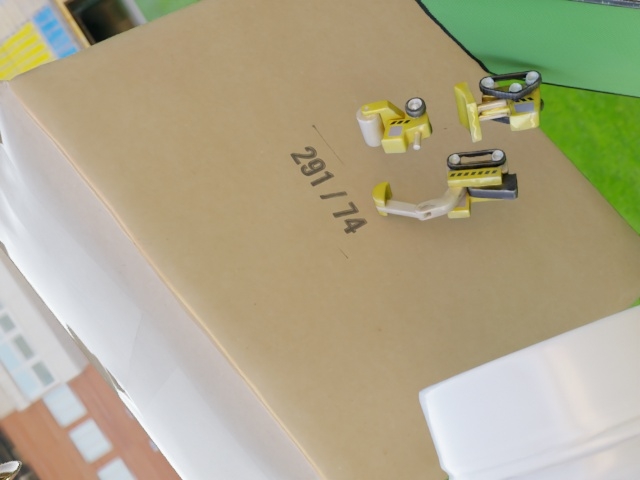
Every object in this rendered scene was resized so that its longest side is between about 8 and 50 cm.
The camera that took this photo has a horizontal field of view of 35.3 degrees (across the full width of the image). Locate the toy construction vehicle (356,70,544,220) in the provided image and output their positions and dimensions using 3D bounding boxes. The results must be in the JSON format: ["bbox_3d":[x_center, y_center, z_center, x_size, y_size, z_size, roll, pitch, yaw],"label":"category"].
[{"bbox_3d":[0.072,-0.046,0.543,0.086,0.098,0.035,72,-163,-53],"label":"toy construction vehicle"}]

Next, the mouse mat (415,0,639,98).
[{"bbox_3d":[0.129,-0.085,0.458,0.152,0.007,0.189,13,-177,22],"label":"mouse mat"}]

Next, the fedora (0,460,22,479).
[{"bbox_3d":[-0.425,0.251,1.085,0.194,0.194,0.079,168,85,-85],"label":"fedora"}]

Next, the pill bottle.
[{"bbox_3d":[0.115,0.129,0.321,0.119,0.119,0.209,79,170,-79],"label":"pill bottle"}]

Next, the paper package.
[{"bbox_3d":[0.000,0.000,0.657,0.325,0.309,0.168,50,146,11],"label":"paper package"}]
